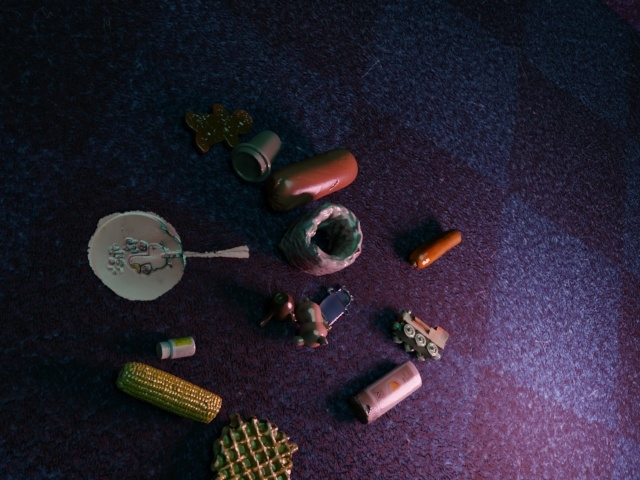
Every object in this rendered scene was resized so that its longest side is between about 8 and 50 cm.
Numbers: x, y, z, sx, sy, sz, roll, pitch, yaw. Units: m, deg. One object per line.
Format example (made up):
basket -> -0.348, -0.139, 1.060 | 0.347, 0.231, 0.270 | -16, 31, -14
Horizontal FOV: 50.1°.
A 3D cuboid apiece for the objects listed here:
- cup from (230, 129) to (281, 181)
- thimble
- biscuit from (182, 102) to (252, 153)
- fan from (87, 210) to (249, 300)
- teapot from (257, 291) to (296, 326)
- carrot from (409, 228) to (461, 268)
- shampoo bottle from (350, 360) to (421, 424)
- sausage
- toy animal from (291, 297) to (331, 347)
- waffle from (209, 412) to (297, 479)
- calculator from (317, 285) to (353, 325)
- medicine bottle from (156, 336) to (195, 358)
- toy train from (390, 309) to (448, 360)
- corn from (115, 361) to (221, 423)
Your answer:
cup -> -0.169, -0.238, 1.892 | 0.120, 0.120, 0.141 | 47, 46, -10
thimble -> 0.000, 0.000, 1.889 | 0.211, 0.149, 0.185 | -5, 78, -33
biscuit -> -0.275, -0.312, 1.897 | 0.205, 0.031, 0.138 | -25, 88, -36
fan -> -0.371, 0.038, 1.718 | 0.415, 0.012, 0.232 | 2, 73, -29
teapot -> -0.113, 0.189, 1.792 | 0.110, 0.080, 0.085 | -36, 65, -24
carrot -> 0.357, 0.027, 2.161 | 0.225, 0.067, 0.067 | -28, 89, -38
shampoo bottle -> 0.184, 0.421, 1.908 | 0.228, 0.056, 0.086 | -24, 86, -36
sausage -> -0.028, -0.174, 1.950 | 0.304, 0.121, 0.121 | -26, 88, -37
toy animal -> -0.031, 0.223, 1.829 | 0.089, 0.084, 0.150 | 25, 41, -49
waffle -> -0.163, 0.528, 1.647 | 0.224, 0.054, 0.203 | 31, 58, -22
calculator -> 0.039, 0.181, 1.927 | 0.141, 0.019, 0.094 | -39, 96, -38
medicine bottle -> -0.345, 0.257, 1.633 | 0.083, 0.047, 0.047 | -3, 75, -34
toy train -> 0.288, 0.277, 2.024 | 0.176, 0.074, 0.118 | 38, 47, -10
corn -> -0.349, 0.350, 1.575 | 0.249, 0.081, 0.081 | 29, 59, -21
